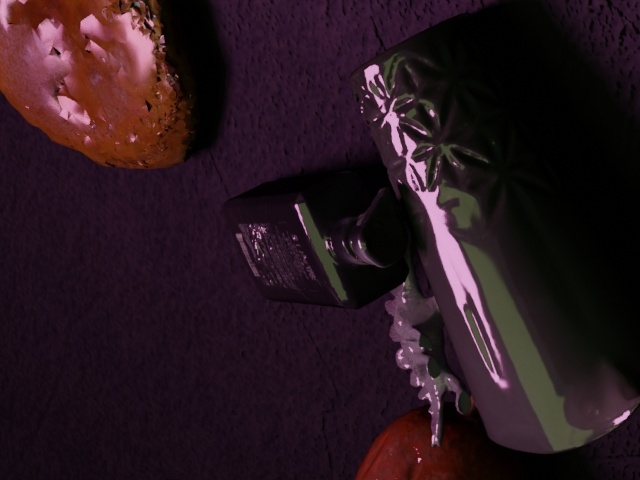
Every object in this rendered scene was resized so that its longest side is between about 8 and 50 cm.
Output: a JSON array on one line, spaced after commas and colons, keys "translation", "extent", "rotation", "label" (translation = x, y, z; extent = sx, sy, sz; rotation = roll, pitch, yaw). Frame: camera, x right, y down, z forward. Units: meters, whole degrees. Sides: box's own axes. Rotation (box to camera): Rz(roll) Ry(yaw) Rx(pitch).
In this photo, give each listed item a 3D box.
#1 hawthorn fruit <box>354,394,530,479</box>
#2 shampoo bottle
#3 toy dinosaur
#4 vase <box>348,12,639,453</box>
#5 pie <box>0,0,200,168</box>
[{"translation": [0.098, 0.194, 1.598], "extent": [0.149, 0.149, 0.189], "rotation": [33, 142, 28], "label": "hawthorn fruit"}, {"translation": [0.000, 0.001, 1.532], "extent": [0.098, 0.071, 0.309], "rotation": [66, 166, -7], "label": "shampoo bottle"}, {"translation": [0.078, 0.057, 1.552], "extent": [0.082, 0.039, 0.208], "rotation": [180, 86, -67], "label": "toy dinosaur"}, {"translation": [0.129, -0.007, 1.426], "extent": [0.300, 0.156, 0.251], "rotation": [63, 169, -1], "label": "vase"}, {"translation": [-0.202, -0.176, 1.713], "extent": [0.273, 0.069, 0.273], "rotation": [24, 132, 30], "label": "pie"}]
